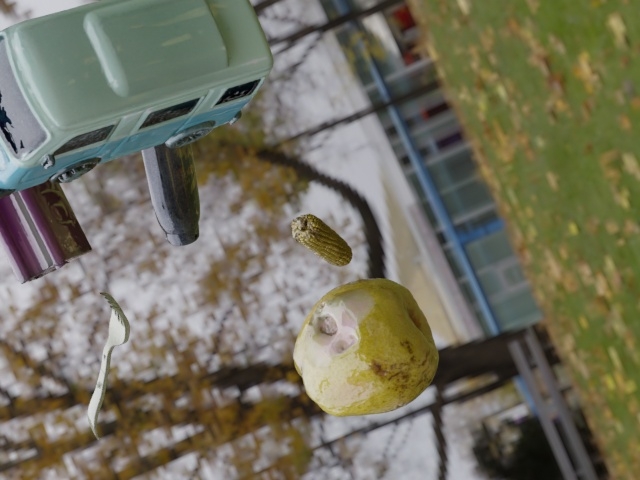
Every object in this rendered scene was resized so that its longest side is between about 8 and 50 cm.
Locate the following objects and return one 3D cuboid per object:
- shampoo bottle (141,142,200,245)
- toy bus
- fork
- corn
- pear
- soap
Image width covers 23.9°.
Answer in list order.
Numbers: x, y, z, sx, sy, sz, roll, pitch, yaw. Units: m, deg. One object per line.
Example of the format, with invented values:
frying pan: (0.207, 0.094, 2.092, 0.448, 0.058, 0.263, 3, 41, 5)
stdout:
shampoo bottle: (-0.195, -0.104, 1.935, 0.087, 0.049, 0.234, -51, -40, -53)
toy bus: (-0.185, -0.148, 1.361, 0.165, 0.271, 0.133, -33, 80, 58)
fork: (-0.226, 0.139, 1.614, 0.034, 0.028, 0.219, 44, 139, 32)
corn: (0.000, 0.000, 1.290, 0.083, 0.028, 0.027, 39, -138, -52)
pear: (0.051, 0.133, 1.830, 0.178, 0.178, 0.178, 62, -170, -21)
soap: (-0.339, -0.058, 1.701, 0.203, 0.065, 0.122, 64, -171, -2)
